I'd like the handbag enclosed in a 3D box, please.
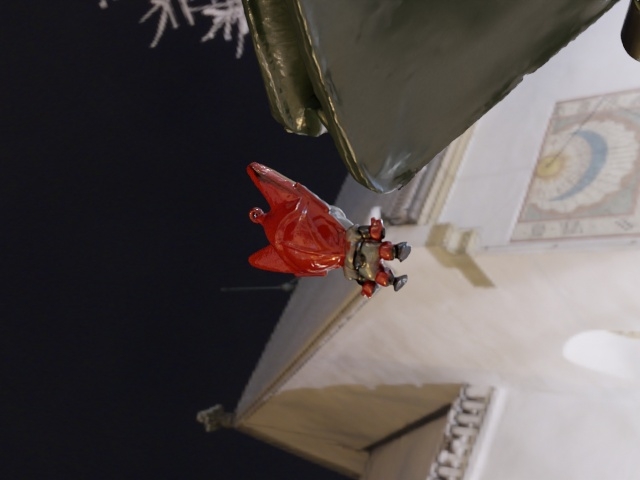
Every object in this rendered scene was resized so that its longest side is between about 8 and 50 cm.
[{"bbox_3d":[0.070,-0.171,0.416,0.247,0.079,0.260,-39,-31,-11],"label":"handbag"}]

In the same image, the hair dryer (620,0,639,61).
[{"bbox_3d":[0.490,-0.293,1.015,0.195,0.249,0.077,26,-126,-75],"label":"hair dryer"}]

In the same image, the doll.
[{"bbox_3d":[0.000,0.000,0.782,0.057,0.169,0.109,-28,-49,-42],"label":"doll"}]
